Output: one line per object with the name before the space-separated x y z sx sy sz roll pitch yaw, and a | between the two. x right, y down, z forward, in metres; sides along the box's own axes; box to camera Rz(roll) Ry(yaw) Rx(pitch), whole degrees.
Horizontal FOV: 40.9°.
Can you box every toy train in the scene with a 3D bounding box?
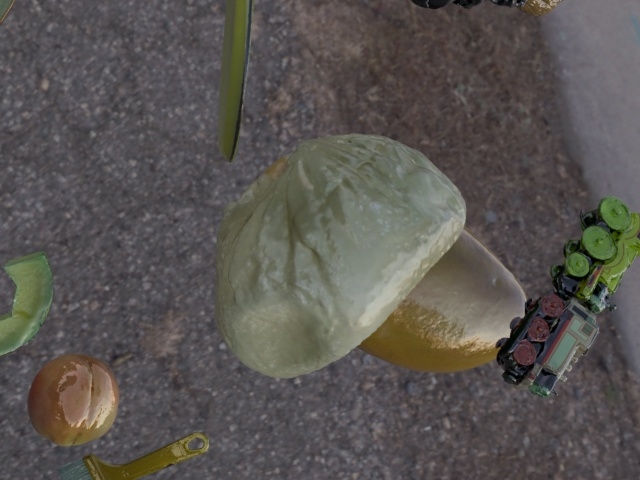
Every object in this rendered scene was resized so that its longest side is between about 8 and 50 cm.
toy train | 0.265 0.057 0.890 0.085 0.053 0.250 39 64 1

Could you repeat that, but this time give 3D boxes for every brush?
brush | -0.233 0.291 1.095 0.083 0.205 0.011 65 10 -6

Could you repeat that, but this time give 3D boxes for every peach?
peach | -0.485 0.310 1.695 0.184 0.184 0.184 24 53 -37

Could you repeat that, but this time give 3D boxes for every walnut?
walnut | 0.367 -0.435 1.456 0.124 0.105 0.105 18 57 -43

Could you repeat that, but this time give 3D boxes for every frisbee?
frisbee | -0.084 -0.194 0.843 0.017 0.236 0.236 4 62 -10

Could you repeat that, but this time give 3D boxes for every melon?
melon | -0.523 0.115 1.467 0.118 0.064 0.210 19 89 -32

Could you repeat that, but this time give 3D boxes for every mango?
mango | 0.178 0.088 1.549 0.445 0.300 0.232 25 17 -21

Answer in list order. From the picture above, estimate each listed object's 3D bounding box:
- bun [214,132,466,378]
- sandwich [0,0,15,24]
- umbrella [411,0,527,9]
bun | 0.000 0.000 1.087 0.227 0.349 0.352 50 18 -5
sandwich | -0.540 -0.453 1.461 0.079 0.163 0.113 31 25 -27
umbrella | 0.213 -0.321 0.951 0.128 0.154 0.336 52 33 -1
